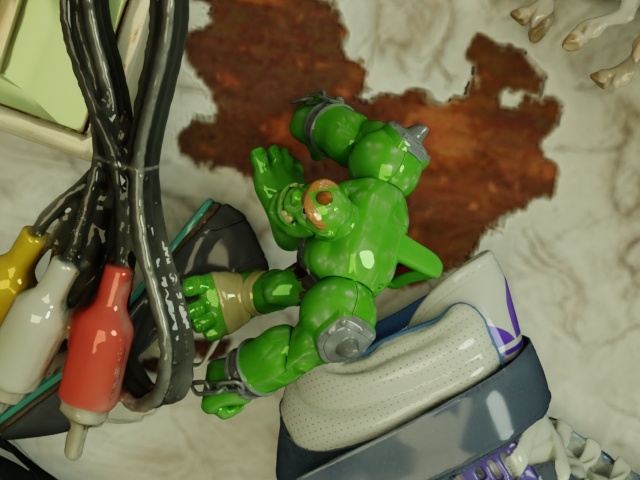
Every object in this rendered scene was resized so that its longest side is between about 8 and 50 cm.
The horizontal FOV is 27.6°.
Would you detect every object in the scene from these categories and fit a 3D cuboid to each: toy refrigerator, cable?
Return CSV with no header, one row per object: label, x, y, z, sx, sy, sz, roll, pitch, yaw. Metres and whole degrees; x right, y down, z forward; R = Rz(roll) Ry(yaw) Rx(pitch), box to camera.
toy refrigerator,-0.123,-0.188,0.746,0.102,0.094,0.269,20,98,0
cable,-0.115,-0.016,0.685,0.139,0.072,0.287,27,114,20

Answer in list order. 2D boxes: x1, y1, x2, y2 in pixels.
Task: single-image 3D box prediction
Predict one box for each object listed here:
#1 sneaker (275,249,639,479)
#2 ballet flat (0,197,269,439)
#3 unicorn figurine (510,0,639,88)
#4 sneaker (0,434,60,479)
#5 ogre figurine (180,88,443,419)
sneaker,0.134,0.126,0.750,0.323,0.130,0.236,1,101,9
ballet flat,-0.108,0.065,0.790,0.074,0.074,0.203,44,95,-2
unicorn figurine,0.161,-0.157,0.741,0.111,0.060,0.162,-48,61,4
sneaker,-0.173,0.188,0.781,0.217,0.121,0.079,33,99,-1
ogre figurine,0.000,0.000,0.722,0.097,0.118,0.197,53,54,-24
